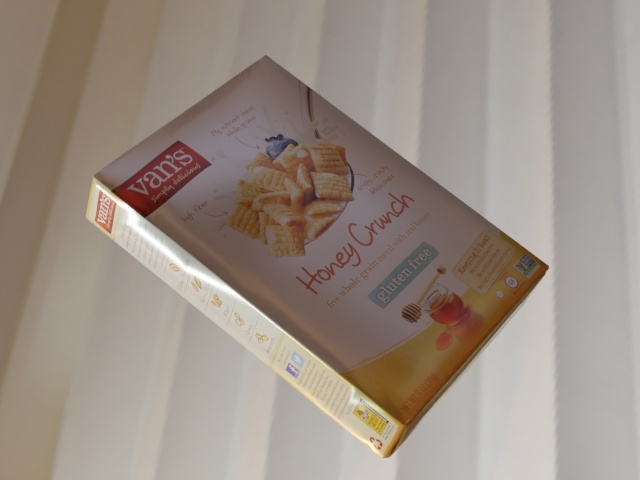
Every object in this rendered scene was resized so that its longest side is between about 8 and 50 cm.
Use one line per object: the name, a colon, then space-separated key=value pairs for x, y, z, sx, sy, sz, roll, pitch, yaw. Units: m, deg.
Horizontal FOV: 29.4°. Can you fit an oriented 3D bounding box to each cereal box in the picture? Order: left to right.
cereal box: x=0.000 y=0.000 z=0.756 sx=0.173 sy=0.240 sz=0.047 roll=-42 pitch=-16 yaw=-39
